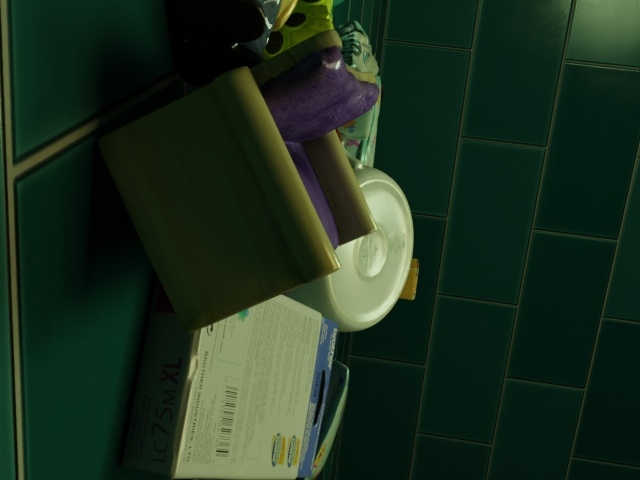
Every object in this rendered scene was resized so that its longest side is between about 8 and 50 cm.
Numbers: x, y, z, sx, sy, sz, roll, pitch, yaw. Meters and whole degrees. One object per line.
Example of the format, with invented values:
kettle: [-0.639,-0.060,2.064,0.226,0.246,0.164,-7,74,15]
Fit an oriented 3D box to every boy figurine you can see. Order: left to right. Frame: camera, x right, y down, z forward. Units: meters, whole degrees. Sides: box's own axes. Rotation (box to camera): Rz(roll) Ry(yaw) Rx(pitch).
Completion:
boy figurine: [-0.055,-0.268,0.810,0.177,0.092,0.285,89,10,-53]

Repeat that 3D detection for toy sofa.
toy sofa: [-0.019,-0.050,0.752,0.362,0.177,0.150,-33,100,-81]

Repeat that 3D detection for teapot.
teapot: [0.000,0.000,1.286,0.252,0.187,0.256,51,59,-44]

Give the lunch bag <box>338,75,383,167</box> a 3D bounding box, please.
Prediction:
lunch bag: [0.068,-0.215,1.952,0.224,0.108,0.279,88,11,-56]

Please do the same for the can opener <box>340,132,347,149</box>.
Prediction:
can opener: [0.005,-0.063,1.714,0.095,0.076,0.283,-72,167,-63]

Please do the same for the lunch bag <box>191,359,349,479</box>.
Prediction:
lunch bag: [-0.063,0.265,1.119,0.223,0.160,0.262,86,23,-76]

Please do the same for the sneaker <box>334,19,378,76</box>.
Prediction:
sneaker: [0.039,-0.336,1.696,0.283,0.110,0.122,-76,154,-62]

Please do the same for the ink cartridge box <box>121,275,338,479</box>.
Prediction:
ink cartridge box: [-0.073,0.140,0.896,0.311,0.065,0.185,31,65,-62]

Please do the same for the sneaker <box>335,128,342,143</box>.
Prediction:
sneaker: [0.000,-0.154,1.505,0.128,0.087,0.221,76,23,-70]

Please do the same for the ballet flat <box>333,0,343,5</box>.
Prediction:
ballet flat: [-0.003,-0.411,1.308,0.232,0.080,0.073,71,-1,-82]

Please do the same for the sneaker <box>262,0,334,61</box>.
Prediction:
sneaker: [-0.033,-0.206,1.003,0.295,0.109,0.123,-73,168,-51]

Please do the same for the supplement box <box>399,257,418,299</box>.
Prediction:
supplement box: [0.104,0.074,2.053,0.080,0.233,0.078,-65,162,-69]
